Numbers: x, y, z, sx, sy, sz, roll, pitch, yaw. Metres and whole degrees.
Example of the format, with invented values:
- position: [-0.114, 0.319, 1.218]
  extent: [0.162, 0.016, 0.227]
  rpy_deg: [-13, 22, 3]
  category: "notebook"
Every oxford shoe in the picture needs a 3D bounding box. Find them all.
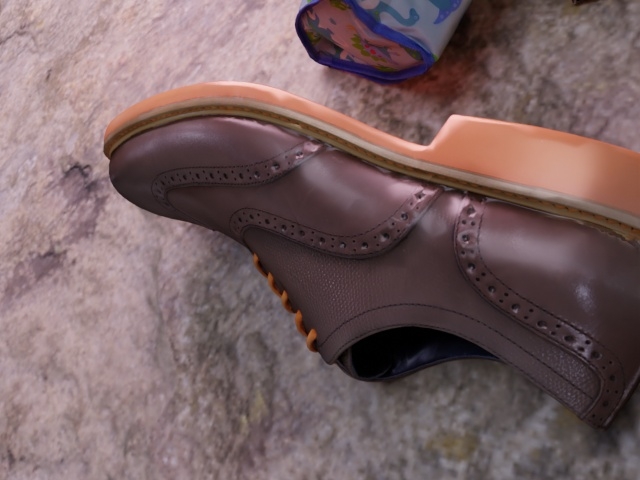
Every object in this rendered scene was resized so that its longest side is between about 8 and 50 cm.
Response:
- position: [0.000, 0.000, 0.463]
  extent: [0.364, 0.130, 0.132]
  rpy_deg: [12, 81, 37]
  category: "oxford shoe"

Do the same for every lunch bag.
- position: [0.047, -0.171, 0.530]
  extent: [0.128, 0.096, 0.151]
  rpy_deg: [-59, 17, -3]
  category: "lunch bag"

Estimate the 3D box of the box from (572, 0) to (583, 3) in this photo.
- position: [0.275, -0.300, 0.467]
  extent: [0.296, 0.073, 0.293]
  rpy_deg: [-7, 63, 31]
  category: "box"
